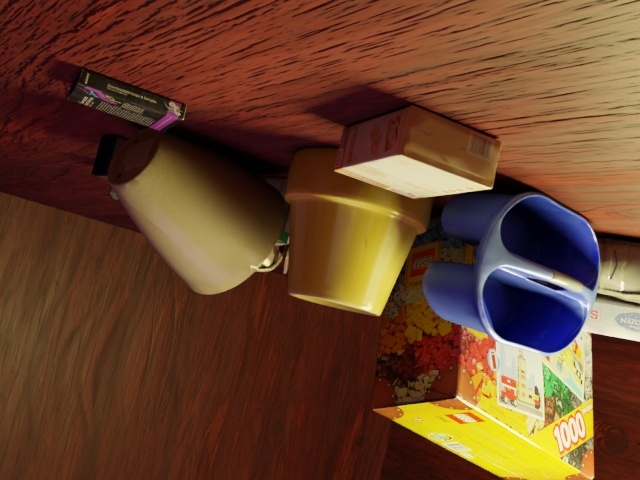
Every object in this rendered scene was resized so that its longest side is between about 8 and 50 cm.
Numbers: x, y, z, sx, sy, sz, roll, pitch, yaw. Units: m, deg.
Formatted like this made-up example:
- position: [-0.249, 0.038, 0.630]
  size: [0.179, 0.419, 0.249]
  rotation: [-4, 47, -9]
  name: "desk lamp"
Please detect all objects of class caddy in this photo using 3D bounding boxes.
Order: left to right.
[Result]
- position: [0.330, 0.053, 1.266]
  size: [0.341, 0.241, 0.179]
  rotation: [19, 175, -41]
  name: "caddy"

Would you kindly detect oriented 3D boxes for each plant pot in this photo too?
- position: [-0.248, -0.078, 1.442]
  size: [0.257, 0.256, 0.274]
  rotation: [6, 152, 44]
  name: "plant pot"
- position: [0.048, -0.006, 1.325]
  size: [0.254, 0.238, 0.254]
  rotation: [14, 173, 2]
  name: "plant pot"

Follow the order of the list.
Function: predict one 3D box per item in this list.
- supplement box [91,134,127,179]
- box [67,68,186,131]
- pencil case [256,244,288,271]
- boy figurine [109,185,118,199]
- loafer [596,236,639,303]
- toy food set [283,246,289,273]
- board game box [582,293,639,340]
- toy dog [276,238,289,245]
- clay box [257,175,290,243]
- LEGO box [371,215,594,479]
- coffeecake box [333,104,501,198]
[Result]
- position: [-0.401, -0.159, 1.569]
  size: [0.083, 0.083, 0.056]
  rotation: [19, 172, -41]
  name: "supplement box"
- position: [-0.301, -0.214, 1.207]
  size: [0.162, 0.029, 0.116]
  rotation: [16, 171, -25]
  name: "box"
- position: [-0.223, -0.008, 2.094]
  size: [0.160, 0.183, 0.410]
  rotation: [-14, -176, -23]
  name: "pencil case"
- position: [-0.360, -0.103, 1.882]
  size: [0.285, 0.092, 0.177]
  rotation: [13, 172, -5]
  name: "boy figurine"
- position: [0.515, 0.050, 1.393]
  size: [0.112, 0.112, 0.319]
  rotation: [9, 177, -36]
  name: "loafer"
- position: [0.057, 0.056, 2.033]
  size: [0.306, 0.092, 0.219]
  rotation: [-1, 167, -4]
  name: "toy food set"
- position: [0.620, 0.124, 1.516]
  size: [0.319, 0.065, 0.318]
  rotation: [7, -168, 36]
  name: "board game box"
- position: [-0.026, -0.005, 1.743]
  size: [0.334, 0.160, 0.220]
  rotation: [12, 172, 14]
  name: "toy dog"
- position: [-0.151, -0.069, 1.622]
  size: [0.222, 0.127, 0.053]
  rotation: [8, 170, 39]
  name: "clay box"
- position: [0.343, 0.231, 1.558]
  size: [0.193, 0.372, 0.500]
  rotation: [-17, 141, 40]
  name: "LEGO box"
- position: [0.125, -0.112, 1.049]
  size: [0.142, 0.068, 0.185]
  rotation: [17, 172, -24]
  name: "coffeecake box"
